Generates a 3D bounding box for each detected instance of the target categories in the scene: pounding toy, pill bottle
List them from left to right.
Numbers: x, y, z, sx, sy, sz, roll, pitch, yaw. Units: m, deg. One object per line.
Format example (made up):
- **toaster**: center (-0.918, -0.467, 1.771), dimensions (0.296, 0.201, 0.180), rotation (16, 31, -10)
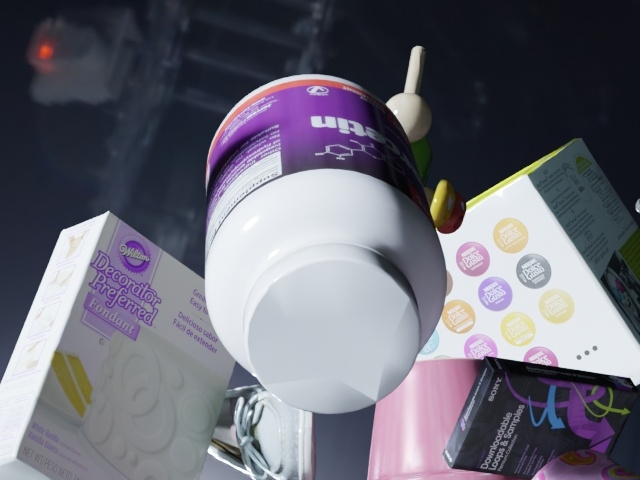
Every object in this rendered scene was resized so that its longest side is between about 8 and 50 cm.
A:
- **pill bottle**: center (0.000, 0.000, 1.217), dimensions (0.181, 0.181, 0.323), rotation (18, 22, -12)
- **pounding toy**: center (0.112, -0.068, 1.705), dimensions (0.110, 0.183, 0.237), rotation (17, -59, 6)

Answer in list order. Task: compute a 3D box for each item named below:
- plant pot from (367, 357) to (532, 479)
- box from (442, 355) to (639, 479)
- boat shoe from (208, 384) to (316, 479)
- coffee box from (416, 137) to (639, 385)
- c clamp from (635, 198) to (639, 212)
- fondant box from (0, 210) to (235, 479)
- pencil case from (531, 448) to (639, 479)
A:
- **plant pot**: center (0.136, 0.228, 1.704), dimensions (0.201, 0.180, 0.201), rotation (-4, -15, -1)
- **box**: center (0.209, 0.174, 1.472), dimensions (0.162, 0.116, 0.029), rotation (10, 26, -20)
- **boat shoe**: center (-0.082, 0.230, 1.859), dimensions (0.103, 0.118, 0.320), rotation (-3, 4, -19)
- **coffee box**: center (0.301, 0.088, 2.314), dimensions (0.338, 0.334, 0.338), rotation (-33, -1, 26)
- **c clamp**: center (0.244, -0.059, 0.946), dimensions (0.137, 0.022, 0.160), rotation (9, -59, -12)
- **fondant box**: center (-0.234, 0.168, 1.794), dimensions (0.096, 0.330, 0.238), rotation (-21, -48, 42)
- **pencil case**: center (0.280, 0.270, 1.222), dimensions (0.124, 0.124, 0.284), rotation (29, 2, -39)
